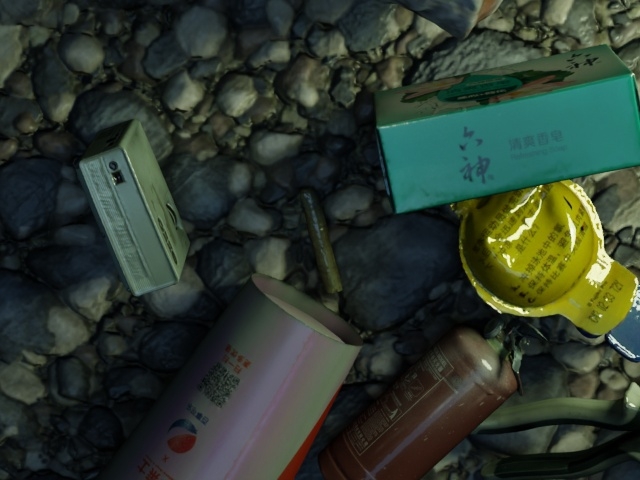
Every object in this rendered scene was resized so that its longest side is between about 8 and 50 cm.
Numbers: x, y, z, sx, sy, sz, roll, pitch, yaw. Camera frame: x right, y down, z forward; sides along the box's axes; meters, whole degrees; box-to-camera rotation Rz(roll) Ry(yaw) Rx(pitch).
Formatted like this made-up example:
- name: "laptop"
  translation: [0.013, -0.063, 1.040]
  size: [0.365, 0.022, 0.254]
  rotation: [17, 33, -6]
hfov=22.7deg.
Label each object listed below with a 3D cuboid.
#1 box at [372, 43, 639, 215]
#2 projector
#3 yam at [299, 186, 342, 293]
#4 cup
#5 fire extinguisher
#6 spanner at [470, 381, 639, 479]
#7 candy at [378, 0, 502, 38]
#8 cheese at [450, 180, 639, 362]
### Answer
- name: "box"
  translation: [0.175, -0.108, 1.516]
  size: [0.244, 0.153, 0.092]
  rotation: [-12, 106, 3]
- name: "projector"
  translation: [-0.185, -0.033, 1.565]
  size: [0.061, 0.115, 0.147]
  rotation: [-18, 107, 9]
- name: "yam"
  translation: [0.000, 0.000, 1.623]
  size: [0.021, 0.021, 0.116]
  rotation: [-14, 109, 5]
- name: "cup"
  translation: [-0.086, 0.189, 1.611]
  size: [0.203, 0.203, 0.288]
  rotation: [30, 100, -9]
- name: "fire extinguisher"
  translation: [0.122, 0.169, 1.633]
  size: [0.269, 0.105, 0.105]
  rotation: [-44, 103, 12]
- name: "spanner"
  translation: [0.295, 0.195, 1.608]
  size: [0.324, 0.040, 0.096]
  rotation: [-13, 110, 33]
- name: "candy"
  translation: [0.129, -0.331, 1.412]
  size: [0.157, 0.214, 0.290]
  rotation: [19, 105, -1]
- name: "cheese"
  translation: [0.238, 0.025, 1.583]
  size: [0.250, 0.064, 0.156]
  rotation: [39, 78, -1]
